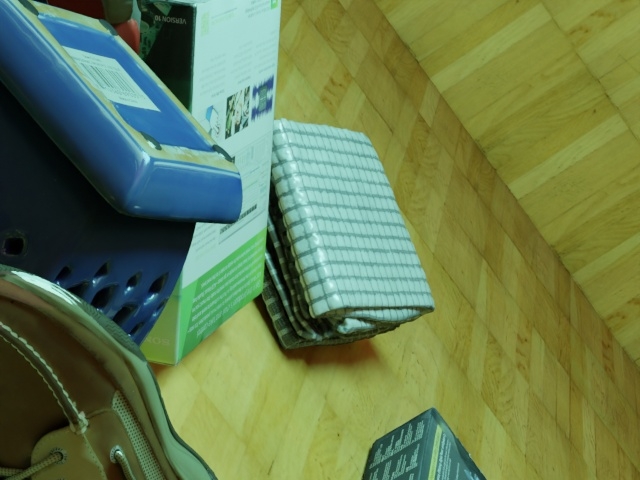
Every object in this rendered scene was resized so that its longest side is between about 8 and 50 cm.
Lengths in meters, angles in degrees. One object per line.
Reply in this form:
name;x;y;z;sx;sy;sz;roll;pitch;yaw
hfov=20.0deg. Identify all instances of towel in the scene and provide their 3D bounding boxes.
towel;0.000;0.000;2.026;0.283;0.121;0.235;0;69;-64

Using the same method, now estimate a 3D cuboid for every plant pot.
plant pot;-0.208;-0.041;1.306;0.236;0.212;0.236;49;14;15

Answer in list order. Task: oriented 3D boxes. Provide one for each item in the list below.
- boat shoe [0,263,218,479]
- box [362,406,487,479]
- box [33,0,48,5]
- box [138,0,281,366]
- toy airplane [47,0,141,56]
boat shoe;-0.160;0.143;1.158;0.324;0.122;0.120;56;38;-40
box;0.156;0.382;1.815;0.318;0.097;0.395;55;17;-12
box;-0.329;-0.260;1.584;0.036;0.136;0.225;-28;82;-41
box;-0.104;-0.074;1.640;0.232;0.058;0.322;-39;135;-67
toy airplane;-0.195;-0.272;1.724;0.386;0.272;0.384;53;-9;40
